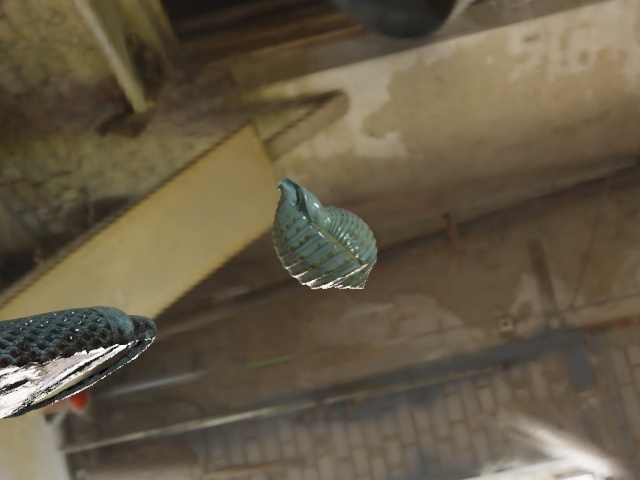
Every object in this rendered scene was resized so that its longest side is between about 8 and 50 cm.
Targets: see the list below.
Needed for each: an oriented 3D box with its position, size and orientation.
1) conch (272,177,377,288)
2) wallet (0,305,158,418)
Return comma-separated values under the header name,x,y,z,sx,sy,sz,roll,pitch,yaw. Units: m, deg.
name,x,y,z,sx,sy,sz,roll,pitch,yaw
conch,-0.002,0.007,1.530,0.102,0.153,0.135,-60,-166,9
wallet,-0.327,0.117,1.058,0.342,0.237,0.075,-6,73,-53
